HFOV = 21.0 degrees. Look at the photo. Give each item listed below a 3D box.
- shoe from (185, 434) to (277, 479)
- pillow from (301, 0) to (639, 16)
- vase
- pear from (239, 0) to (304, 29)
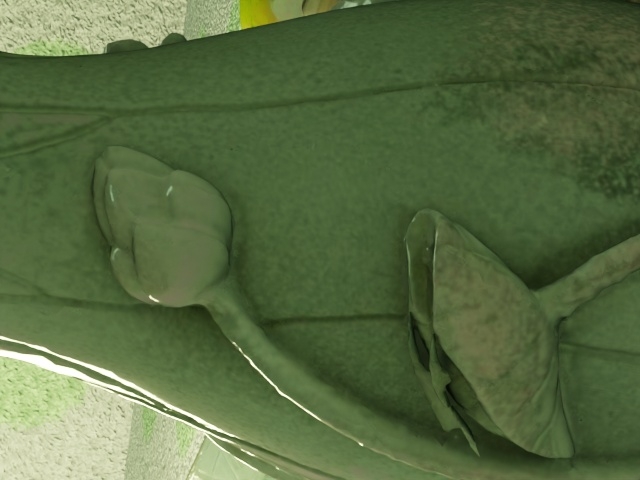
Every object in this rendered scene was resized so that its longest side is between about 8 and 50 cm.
[{"bbox_3d":[-0.057,0.189,1.705,0.100,0.103,0.251,-1,-60,-59],"label":"shoe"},{"bbox_3d":[0.096,-0.145,0.984,0.052,0.212,0.208,-48,-12,-37],"label":"pillow"},{"bbox_3d":[0.000,0.000,0.698,0.250,0.445,0.250,-173,90,-77],"label":"vase"},{"bbox_3d":[0.033,-0.154,1.294,0.220,0.187,0.187,-110,29,-45],"label":"pear"}]
